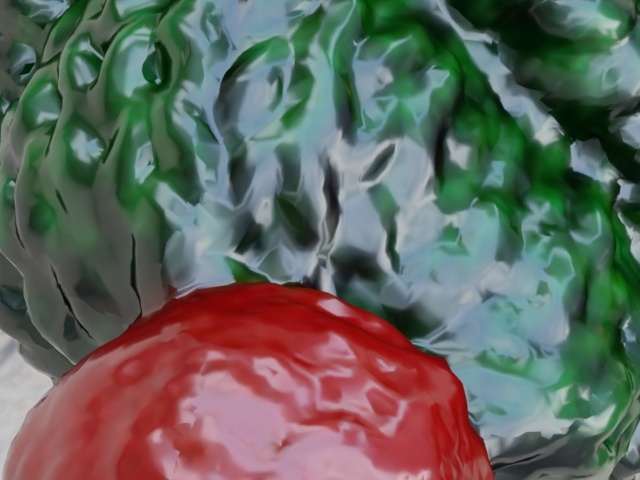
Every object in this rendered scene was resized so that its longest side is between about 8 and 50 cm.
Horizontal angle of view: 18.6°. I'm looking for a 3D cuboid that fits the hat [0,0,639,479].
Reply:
[{"bbox_3d":[0.000,0.000,0.569,0.274,0.242,0.332,19,28,3],"label":"hat"}]
